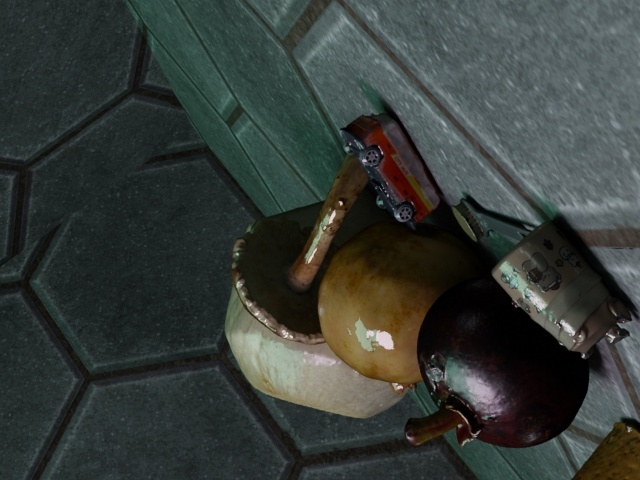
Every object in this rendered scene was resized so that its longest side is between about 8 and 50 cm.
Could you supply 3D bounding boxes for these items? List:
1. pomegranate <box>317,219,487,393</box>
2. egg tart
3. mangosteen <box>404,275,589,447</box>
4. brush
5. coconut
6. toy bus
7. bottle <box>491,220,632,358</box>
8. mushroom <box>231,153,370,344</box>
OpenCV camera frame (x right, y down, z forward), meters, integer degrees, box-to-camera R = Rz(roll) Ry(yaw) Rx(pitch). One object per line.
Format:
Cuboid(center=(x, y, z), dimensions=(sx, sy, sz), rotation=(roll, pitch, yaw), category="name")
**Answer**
Cuboid(center=(0.124, 0.107, 1.725), dimensions=(0.229, 0.252, 0.270), rotation=(35, 125, 45), category="pomegranate")
Cuboid(center=(0.409, 0.355, 1.556), dimensions=(0.202, 0.147, 0.202), rotation=(54, 173, 10), category="egg tart")
Cuboid(center=(0.211, 0.178, 1.511), dimensions=(0.235, 0.261, 0.235), rotation=(39, 157, 21), category="mangosteen")
Cuboid(center=(0.225, -0.012, 1.448), dimensions=(0.062, 0.027, 0.266), rotation=(56, 173, -15), category="brush")
Cuboid(center=(0.031, 0.101, 2.101), dimensions=(0.415, 0.415, 0.344), rotation=(51, -177, 19), category="coconut")
Cuboid(center=(0.099, -0.102, 1.637), dimensions=(0.174, 0.077, 0.079), rotation=(57, 172, -27), category="toy bus")
Cuboid(center=(0.266, 0.063, 1.282), dimensions=(0.152, 0.099, 0.099), rotation=(49, 173, 9), category="bottle")
Cuboid(center=(-0.031, 0.000, 1.815), dimensions=(0.208, 0.233, 0.301), rotation=(11, 124, 22), category="mushroom")
